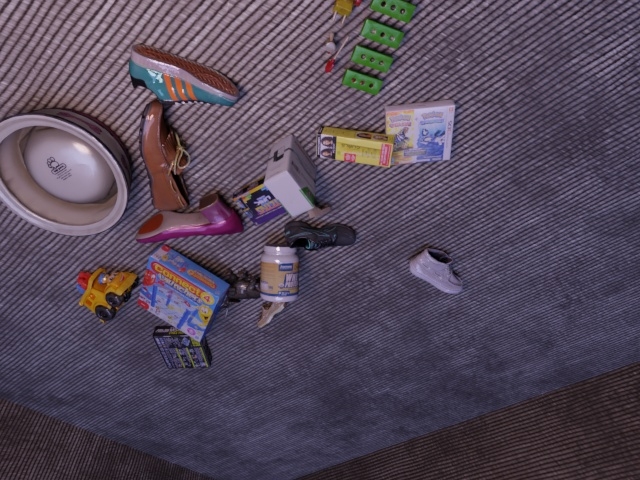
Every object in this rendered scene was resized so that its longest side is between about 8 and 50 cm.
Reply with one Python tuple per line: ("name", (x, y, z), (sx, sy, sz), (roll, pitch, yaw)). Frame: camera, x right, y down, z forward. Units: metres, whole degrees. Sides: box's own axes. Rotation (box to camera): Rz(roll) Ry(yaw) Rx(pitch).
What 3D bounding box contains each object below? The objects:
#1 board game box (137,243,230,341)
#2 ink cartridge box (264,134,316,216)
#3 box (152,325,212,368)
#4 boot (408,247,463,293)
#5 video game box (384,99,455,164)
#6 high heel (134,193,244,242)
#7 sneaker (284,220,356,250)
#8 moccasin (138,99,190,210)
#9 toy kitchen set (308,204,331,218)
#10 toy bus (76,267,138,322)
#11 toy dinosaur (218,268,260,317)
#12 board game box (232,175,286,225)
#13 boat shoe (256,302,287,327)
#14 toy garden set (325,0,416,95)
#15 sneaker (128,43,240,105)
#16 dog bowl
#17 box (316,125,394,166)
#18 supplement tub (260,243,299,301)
("board game box", (-0.544, 0.212, 1.730), (0.308, 0.086, 0.302), (31, 128, 1))
("ink cartridge box", (-0.086, -0.201, 1.352), (0.086, 0.209, 0.153), (-23, 128, 23))
("box", (-0.645, 0.506, 2.079), (0.216, 0.060, 0.270), (-2, 132, 1))
("boot", (0.480, 0.118, 1.715), (0.258, 0.095, 0.123), (23, 135, -18))
("video game box", (0.300, -0.327, 1.350), (0.205, 0.048, 0.187), (-5, 129, 4))
("high heel", (-0.466, -0.030, 1.563), (0.376, 0.127, 0.181), (-16, 137, 19))
("sneaker", (0.000, 0.000, 1.602), (0.267, 0.106, 0.101), (3, 130, -5))
("moccasin", (-0.467, -0.247, 1.355), (0.146, 0.139, 0.380), (-1, 130, -8))
("toy kitchen set", (-0.023, -0.127, 1.542), (0.068, 0.075, 0.083), (-7, 105, 56))
("toy bus", (-0.863, 0.186, 1.750), (0.211, 0.149, 0.220), (37, 121, -10))
("toy dinosaur", (-0.303, 0.192, 1.785), (0.313, 0.121, 0.160), (-17, 142, 9))
("board game box", (-0.192, -0.140, 1.512), (0.170, 0.048, 0.141), (-24, 127, 20))
("boat shoe", (-0.225, 0.302, 1.905), (0.072, 0.068, 0.190), (38, 112, -15))
("toy garden set", (0.104, -0.534, 1.164), (0.203, 0.049, 0.244), (13, 131, -14))
("sneaker", (-0.376, -0.427, 1.221), (0.302, 0.108, 0.121), (21, 130, -8))
("dog bowl", (-0.776, -0.218, 1.352), (0.407, 0.150, 0.408), (0, 127, -1))
("box", (0.105, -0.287, 1.346), (0.232, 0.058, 0.087), (10, 132, 7))
("supplement tub", (-0.150, 0.117, 1.629), (0.144, 0.144, 0.200), (1, 96, -2))
